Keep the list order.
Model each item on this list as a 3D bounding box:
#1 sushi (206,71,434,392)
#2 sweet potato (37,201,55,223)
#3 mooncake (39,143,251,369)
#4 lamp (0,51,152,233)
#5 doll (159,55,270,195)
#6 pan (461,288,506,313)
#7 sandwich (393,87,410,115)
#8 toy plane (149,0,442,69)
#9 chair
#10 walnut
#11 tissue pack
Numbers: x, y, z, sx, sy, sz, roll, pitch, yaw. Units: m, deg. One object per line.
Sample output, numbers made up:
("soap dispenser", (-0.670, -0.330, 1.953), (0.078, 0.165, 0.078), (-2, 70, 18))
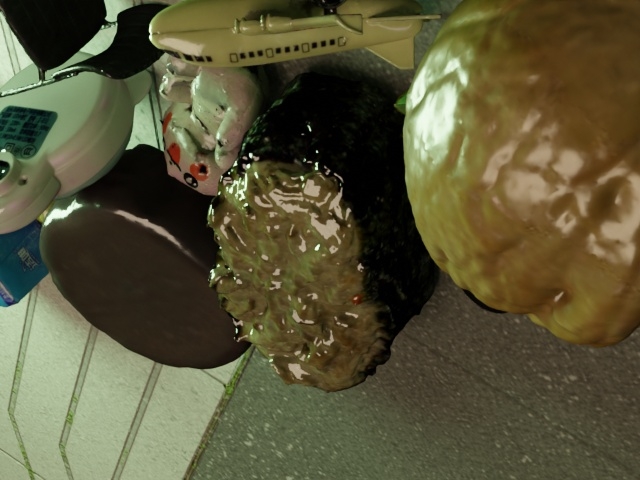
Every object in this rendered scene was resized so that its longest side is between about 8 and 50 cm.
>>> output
("sushi", (0.000, 0.000, 1.469), (0.211, 0.171, 0.350), (26, 145, 19))
("sweet potato", (-0.373, -0.099, 1.818), (0.269, 0.075, 0.075), (51, 146, 0))
("mooncake", (-0.178, 0.016, 1.692), (0.283, 0.141, 0.283), (19, 143, 15))
("lamp", (-0.294, -0.100, 1.583), (0.179, 0.246, 0.108), (10, 145, 39))
("doll", (-0.111, -0.122, 1.509), (0.149, 0.095, 0.192), (51, 149, 16))
("pan", (0.166, 0.026, 1.461), (0.068, 0.023, 0.115), (16, 142, 34))
("sandwich", (0.131, -0.097, 1.312), (0.074, 0.074, 0.116), (1, 129, 45))
("toy plane", (-0.023, -0.190, 1.244), (0.244, 0.229, 0.092), (3, 97, -2))
("chair", (-0.272, -0.239, 1.501), (0.221, 0.140, 0.145), (5, 132, 39))
("walnut", (0.212, -0.069, 1.085), (0.332, 0.333, 0.333), (26, 144, 21))
("tissue pack", (-0.501, -0.043, 1.949), (0.209, 0.137, 0.270), (5, 133, 44))
